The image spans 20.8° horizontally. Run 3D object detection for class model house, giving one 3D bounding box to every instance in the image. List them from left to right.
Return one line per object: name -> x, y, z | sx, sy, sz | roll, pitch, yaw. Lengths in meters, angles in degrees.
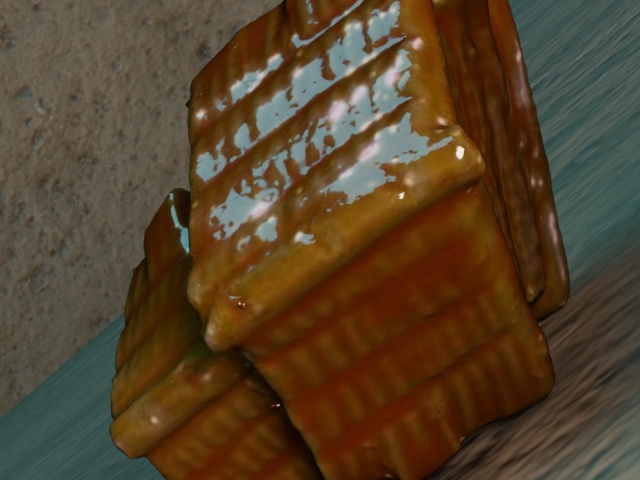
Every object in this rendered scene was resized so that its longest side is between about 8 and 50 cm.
model house -> 0.000, 0.000, 0.729 | 0.199, 0.220, 0.229 | -23, 0, 18
